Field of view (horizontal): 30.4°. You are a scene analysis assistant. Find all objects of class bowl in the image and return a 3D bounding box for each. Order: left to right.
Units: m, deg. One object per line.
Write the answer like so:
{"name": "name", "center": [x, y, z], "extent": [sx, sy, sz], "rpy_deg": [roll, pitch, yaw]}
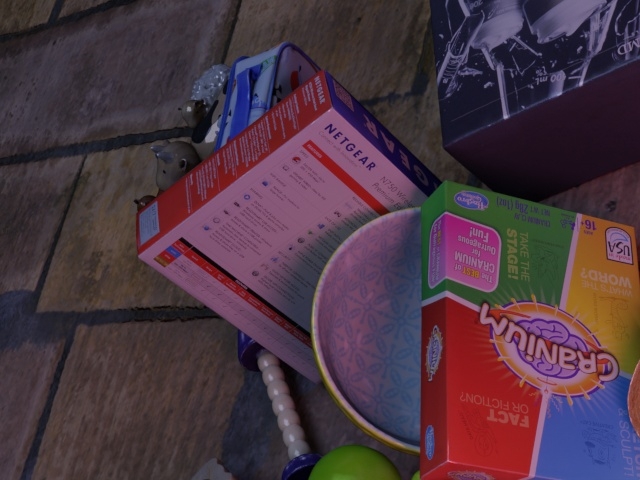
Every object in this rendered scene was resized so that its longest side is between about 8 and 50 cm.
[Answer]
{"name": "bowl", "center": [0.122, 0.122, 1.358], "extent": [0.156, 0.289, 0.289], "rpy_deg": [112, 170, -67]}

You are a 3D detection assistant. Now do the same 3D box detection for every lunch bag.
{"name": "lunch bag", "center": [-0.047, -0.113, 1.615], "extent": [0.115, 0.243, 0.303], "rpy_deg": [-14, 58, 36]}

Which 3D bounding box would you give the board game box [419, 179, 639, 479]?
{"name": "board game box", "center": [0.225, 0.110, 1.237], "extent": [0.064, 0.242, 0.316], "rpy_deg": [128, 149, -55]}

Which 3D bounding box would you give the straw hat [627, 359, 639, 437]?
{"name": "straw hat", "center": [0.376, 0.151, 1.199], "extent": [0.144, 0.144, 0.061], "rpy_deg": [-50, 2, 6]}

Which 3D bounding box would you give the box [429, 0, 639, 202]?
{"name": "box", "center": [0.323, -0.258, 1.418], "extent": [0.343, 0.179, 0.312], "rpy_deg": [-24, 52, 31]}

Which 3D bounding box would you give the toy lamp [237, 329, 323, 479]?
{"name": "toy lamp", "center": [-0.051, 0.203, 1.550], "extent": [0.080, 0.080, 0.274], "rpy_deg": [-40, 47, 17]}

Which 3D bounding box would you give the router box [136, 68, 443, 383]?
{"name": "router box", "center": [0.000, 0.000, 1.433], "extent": [0.301, 0.335, 0.082], "rpy_deg": [-35, 37, 20]}

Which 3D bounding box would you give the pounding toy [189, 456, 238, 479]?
{"name": "pounding toy", "center": [-0.111, 0.384, 1.441], "extent": [0.154, 0.155, 0.269], "rpy_deg": [-49, 10, -9]}

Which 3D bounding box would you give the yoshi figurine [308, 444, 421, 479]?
{"name": "yoshi figurine", "center": [0.087, 0.330, 1.243], "extent": [0.362, 0.204, 0.203], "rpy_deg": [19, 88, 56]}

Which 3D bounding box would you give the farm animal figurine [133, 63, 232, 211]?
{"name": "farm animal figurine", "center": [-0.151, -0.117, 1.765], "extent": [0.330, 0.172, 0.326], "rpy_deg": [18, 78, 46]}
